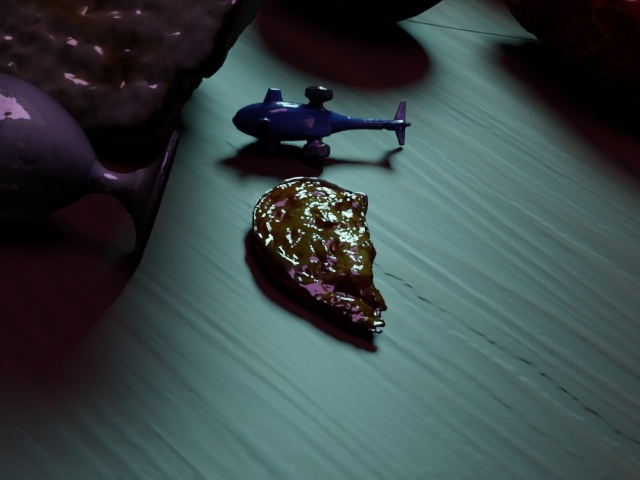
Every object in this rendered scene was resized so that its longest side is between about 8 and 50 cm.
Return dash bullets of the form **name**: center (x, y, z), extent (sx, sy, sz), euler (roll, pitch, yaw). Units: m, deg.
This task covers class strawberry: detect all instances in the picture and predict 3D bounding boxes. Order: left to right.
- **strawberry**: center (0.324, -0.200, 1.571), extent (0.336, 0.149, 0.265), euler (21, 31, 31)

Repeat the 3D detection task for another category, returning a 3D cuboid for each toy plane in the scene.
- **toy plane**: center (0.004, -0.092, 1.251), extent (0.167, 0.054, 0.062), euler (-1, 6, -33)

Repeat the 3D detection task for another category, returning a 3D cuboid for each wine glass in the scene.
- **wine glass**: center (-0.195, -0.056, 0.998), extent (0.202, 0.093, 0.093), euler (19, 26, -4)

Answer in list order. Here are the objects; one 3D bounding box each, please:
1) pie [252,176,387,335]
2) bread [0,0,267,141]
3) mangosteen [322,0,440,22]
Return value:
- **pie**: center (-0.002, -0.001, 1.085), extent (0.088, 0.033, 0.191), euler (10, 27, -8)
- **bread**: center (-0.121, -0.258, 1.237), extent (0.239, 0.395, 0.264), euler (35, 0, -6)
- **mangosteen**: center (0.052, -0.305, 1.531), extent (0.210, 0.210, 0.210), euler (14, 26, -7)
